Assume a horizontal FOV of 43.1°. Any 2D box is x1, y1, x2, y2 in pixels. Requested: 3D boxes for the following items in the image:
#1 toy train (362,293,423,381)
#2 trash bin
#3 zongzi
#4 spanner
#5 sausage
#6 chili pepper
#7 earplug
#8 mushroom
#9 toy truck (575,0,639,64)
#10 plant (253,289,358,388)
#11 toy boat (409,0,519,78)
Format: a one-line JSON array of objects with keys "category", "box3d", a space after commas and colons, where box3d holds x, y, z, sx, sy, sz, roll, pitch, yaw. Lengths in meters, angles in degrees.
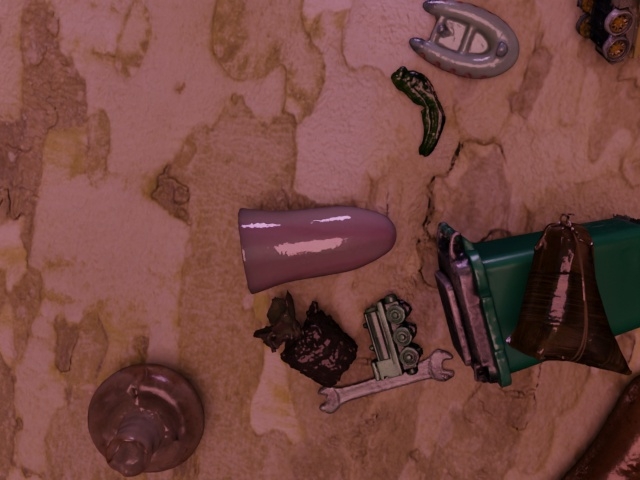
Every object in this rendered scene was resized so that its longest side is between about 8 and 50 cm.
[{"category": "toy train", "box3d": [0.143, 0.197, 1.651, 0.111, 0.071, 0.171, -16, 91, 13]}, {"category": "trash bin", "box3d": [0.419, 0.076, 1.528, 0.381, 0.259, 0.295, -15, 97, 1]}, {"category": "zongzi", "box3d": [0.453, 0.093, 1.369, 0.241, 0.111, 0.248, 14, 89, -24]}, {"category": "spanner", "box3d": [0.135, 0.296, 1.697, 0.301, 0.017, 0.071, -17, 96, 8]}, {"category": "sausage", "box3d": [0.566, 0.478, 1.632, 0.136, 0.123, 0.501, 34, 101, 2]}, {"category": "chili pepper", "box3d": [0.199, -0.258, 1.587, 0.073, 0.050, 0.182, -22, 99, 1]}, {"category": "earplug", "box3d": [0.000, 0.000, 1.601, 0.301, 0.172, 0.172, -8, 98, 0]}, {"category": "mushroom", "box3d": [-0.364, 0.378, 1.653, 0.243, 0.243, 0.244, 1, 99, 5]}, {"category": "toy truck", "box3d": [0.557, -0.454, 1.437, 0.157, 0.124, 0.272, -16, 132, -6]}, {"category": "plant", "box3d": [-0.028, 0.199, 1.639, 0.203, 0.131, 0.142, 43, 102, -12]}, {"category": "toy boat", "box3d": [0.278, -0.382, 1.547, 0.207, 0.079, 0.134, 23, 98, 3]}]
